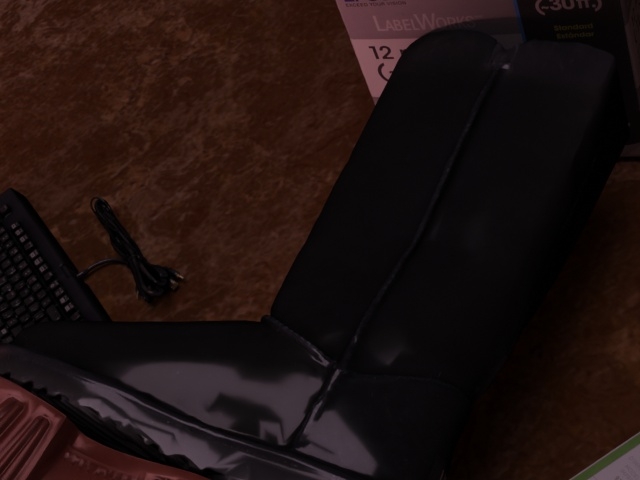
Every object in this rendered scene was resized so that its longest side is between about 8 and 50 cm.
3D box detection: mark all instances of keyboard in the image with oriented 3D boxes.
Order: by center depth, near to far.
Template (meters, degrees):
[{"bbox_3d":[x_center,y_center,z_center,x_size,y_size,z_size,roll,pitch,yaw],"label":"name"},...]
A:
[{"bbox_3d":[-0.259,0.042,1.323,0.201,0.033,0.317,-35,48,-9],"label":"keyboard"}]

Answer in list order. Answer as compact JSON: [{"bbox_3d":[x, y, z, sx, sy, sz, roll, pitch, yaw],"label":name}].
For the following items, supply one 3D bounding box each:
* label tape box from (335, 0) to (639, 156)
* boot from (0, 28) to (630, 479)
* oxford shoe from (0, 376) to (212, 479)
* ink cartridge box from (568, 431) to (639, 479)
[{"bbox_3d":[0.146,-0.220,1.160,0.249,0.348,0.115,1,54,23],"label":"label tape box"},{"bbox_3d":[0.002,0.001,1.057,0.367,0.146,0.445,20,64,19],"label":"boot"},{"bbox_3d":[-0.130,0.231,0.940,0.397,0.146,0.140,33,65,18],"label":"oxford shoe"},{"bbox_3d":[0.260,0.174,0.946,0.209,0.109,0.062,-33,48,-7],"label":"ink cartridge box"}]
